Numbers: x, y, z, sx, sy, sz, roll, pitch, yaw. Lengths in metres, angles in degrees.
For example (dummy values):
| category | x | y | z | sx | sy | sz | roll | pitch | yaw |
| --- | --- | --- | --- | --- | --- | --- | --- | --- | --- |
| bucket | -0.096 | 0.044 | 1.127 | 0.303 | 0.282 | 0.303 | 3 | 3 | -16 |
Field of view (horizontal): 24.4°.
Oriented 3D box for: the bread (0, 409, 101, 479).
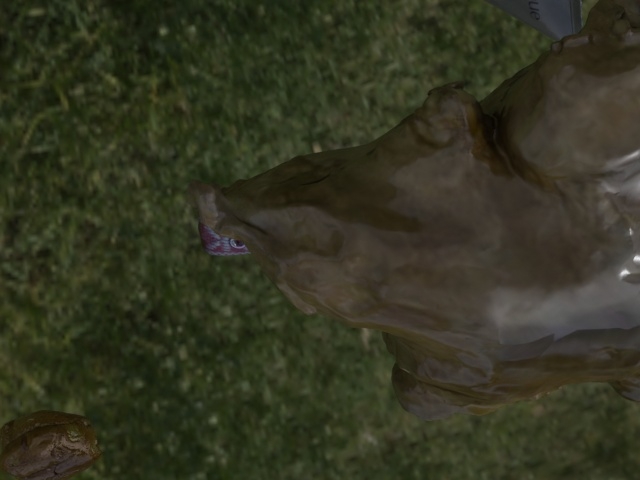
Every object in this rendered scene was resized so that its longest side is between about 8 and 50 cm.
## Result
| category | x | y | z | sx | sy | sz | roll | pitch | yaw |
| --- | --- | --- | --- | --- | --- | --- | --- | --- | --- |
| bread | -0.220 | 0.167 | 1.194 | 0.081 | 0.046 | 0.083 | -14 | 150 | -6 |

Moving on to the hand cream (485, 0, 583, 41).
| category | x | y | z | sx | sy | sz | roll | pitch | yaw |
| --- | --- | --- | --- | --- | --- | --- | --- | --- | --- |
| hand cream | 0.110 | -0.191 | 0.983 | 0.054 | 0.186 | 0.087 | -29 | 130 | -21 |

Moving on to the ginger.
| category | x | y | z | sx | sy | sz | roll | pitch | yaw |
| --- | --- | --- | --- | --- | --- | --- | --- | --- | --- |
| ginger | 0.087 | -0.007 | 0.612 | 0.270 | 0.123 | 0.219 | -2 | 133 | -27 |

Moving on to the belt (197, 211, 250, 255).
| category | x | y | z | sx | sy | sz | roll | pitch | yaw |
| --- | --- | --- | --- | --- | --- | --- | --- | --- | --- |
| belt | 0.000 | 0.000 | 1.374 | 0.232 | 0.071 | 0.053 | 14 | 151 | 15 |
